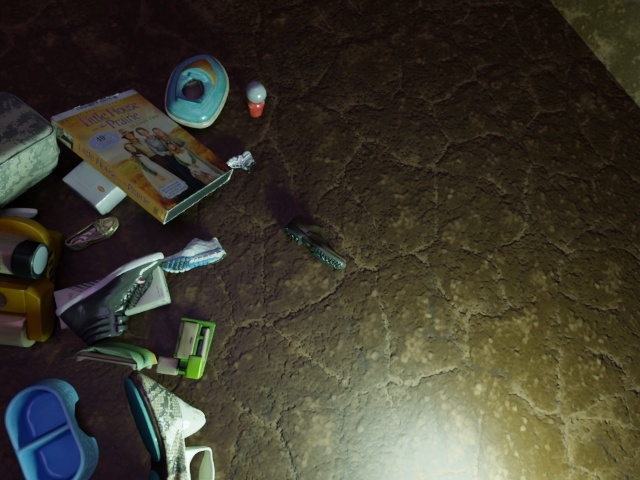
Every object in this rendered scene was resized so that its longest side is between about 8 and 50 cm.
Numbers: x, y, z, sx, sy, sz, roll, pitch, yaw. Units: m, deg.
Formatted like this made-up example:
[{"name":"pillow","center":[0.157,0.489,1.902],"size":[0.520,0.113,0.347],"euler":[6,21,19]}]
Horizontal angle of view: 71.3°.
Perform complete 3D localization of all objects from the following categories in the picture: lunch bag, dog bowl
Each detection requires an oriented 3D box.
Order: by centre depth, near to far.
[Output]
[{"name":"dog bowl","center":[-0.691,0.501,1.139],"size":[0.166,0.074,0.297],"euler":[-25,81,-16]},{"name":"lunch bag","center":[-0.872,-0.200,1.183],"size":[0.213,0.256,0.305],"euler":[36,54,0]}]

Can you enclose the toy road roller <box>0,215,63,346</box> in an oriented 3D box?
[{"name":"toy road roller","center":[-0.808,0.095,1.197],"size":[0.203,0.240,0.329],"euler":[9,110,-8]}]

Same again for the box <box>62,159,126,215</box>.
[{"name":"box","center":[-0.644,-0.184,1.333],"size":[0.130,0.091,0.170],"euler":[39,71,2]}]

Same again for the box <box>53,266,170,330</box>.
[{"name":"box","center":[-0.573,0.159,1.246],"size":[0.275,0.094,0.113],"euler":[-17,79,-15]}]

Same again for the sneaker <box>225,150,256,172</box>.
[{"name":"sneaker","center":[-0.255,-0.243,1.446],"size":[0.098,0.038,0.069],"euler":[-34,81,-16]}]

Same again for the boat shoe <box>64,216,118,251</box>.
[{"name":"boat shoe","center":[-0.667,-0.023,1.306],"size":[0.153,0.048,0.056],"euler":[-31,82,-16]}]

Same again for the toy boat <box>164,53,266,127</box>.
[{"name":"toy boat","center":[-0.333,-0.486,1.444],"size":[0.318,0.148,0.267],"euler":[10,73,-6]}]

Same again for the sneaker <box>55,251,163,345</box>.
[{"name":"sneaker","center":[-0.511,0.158,1.159],"size":[0.296,0.104,0.147],"euler":[-35,87,-11]}]

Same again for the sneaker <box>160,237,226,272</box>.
[{"name":"sneaker","center":[-0.386,0.037,1.330],"size":[0.191,0.071,0.083],"euler":[-13,65,-29]}]

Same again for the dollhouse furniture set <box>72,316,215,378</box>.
[{"name":"dollhouse furniture set","center":[-0.449,0.264,1.183],"size":[0.302,0.197,0.151],"euler":[11,74,-7]}]

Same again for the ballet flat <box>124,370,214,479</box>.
[{"name":"ballet flat","center":[-0.367,0.544,1.126],"size":[0.182,0.164,0.482],"euler":[-10,92,-38]}]

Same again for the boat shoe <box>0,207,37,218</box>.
[{"name":"boat shoe","center":[-0.905,-0.055,1.269],"size":[0.184,0.066,0.063],"euler":[-9,90,-15]}]

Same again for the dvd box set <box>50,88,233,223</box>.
[{"name":"dvd box set","center":[-0.514,-0.265,1.326],"size":[0.420,0.062,0.307],"euler":[39,42,3]}]

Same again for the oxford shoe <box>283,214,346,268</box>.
[{"name":"oxford shoe","center":[0.000,0.000,1.399],"size":[0.227,0.083,0.096],"euler":[40,67,2]}]
